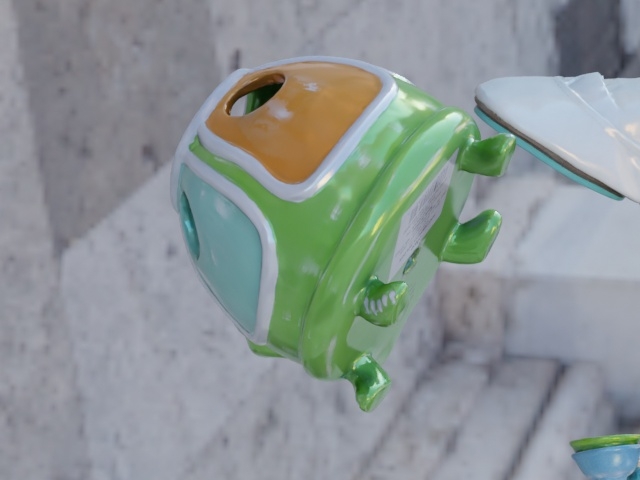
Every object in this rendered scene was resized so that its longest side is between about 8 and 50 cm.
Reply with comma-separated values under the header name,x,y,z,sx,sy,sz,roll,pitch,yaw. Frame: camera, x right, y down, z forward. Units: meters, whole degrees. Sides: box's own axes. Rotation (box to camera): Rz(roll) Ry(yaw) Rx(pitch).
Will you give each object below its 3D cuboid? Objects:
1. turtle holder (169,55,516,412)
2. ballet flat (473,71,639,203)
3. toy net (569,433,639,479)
name,x,y,z,sx,sy,sz,roll,pitch,yaw
turtle holder,0.009,-0.017,1.572,0.243,0.227,0.320,-59,166,-5
ballet flat,0.338,-0.085,1.956,0.400,0.139,0.139,31,53,-18
toy net,0.318,0.215,1.890,0.232,0.122,0.045,31,50,-71
